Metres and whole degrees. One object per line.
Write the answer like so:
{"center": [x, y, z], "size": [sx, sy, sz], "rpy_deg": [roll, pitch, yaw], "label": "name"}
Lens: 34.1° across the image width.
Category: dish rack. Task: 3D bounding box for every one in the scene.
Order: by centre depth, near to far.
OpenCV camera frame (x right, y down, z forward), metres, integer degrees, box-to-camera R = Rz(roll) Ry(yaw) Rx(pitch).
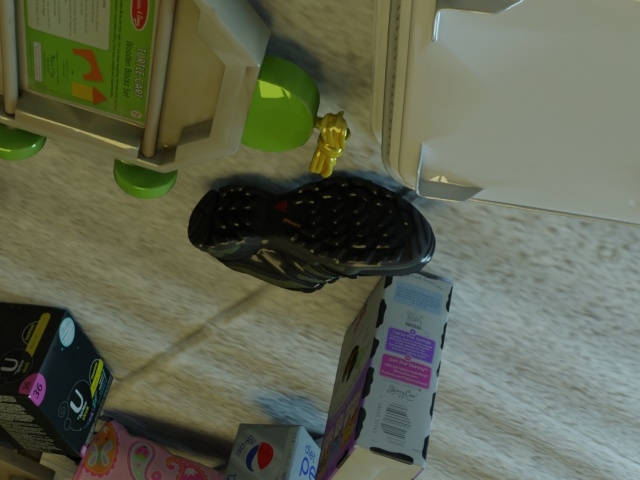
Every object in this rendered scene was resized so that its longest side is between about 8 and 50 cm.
{"center": [0.195, -0.099, 0.725], "size": [0.332, 0.072, 0.285], "rpy_deg": [9, 145, 6], "label": "dish rack"}

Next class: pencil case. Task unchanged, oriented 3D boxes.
{"center": [-0.200, 0.350, 1.440], "size": [0.284, 0.124, 0.124], "rpy_deg": [24, 147, 8], "label": "pencil case"}

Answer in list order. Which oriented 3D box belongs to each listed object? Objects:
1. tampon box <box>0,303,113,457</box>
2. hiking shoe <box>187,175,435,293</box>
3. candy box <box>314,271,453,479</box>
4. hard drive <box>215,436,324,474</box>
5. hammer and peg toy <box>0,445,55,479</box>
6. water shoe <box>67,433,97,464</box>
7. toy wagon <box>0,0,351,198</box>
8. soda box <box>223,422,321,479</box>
{"center": [-0.340, 0.171, 1.262], "size": [0.101, 0.120, 0.161], "rpy_deg": [4, 145, 16], "label": "tampon box"}
{"center": [0.000, 0.000, 0.944], "size": [0.226, 0.086, 0.114], "rpy_deg": [6, 159, 22], "label": "hiking shoe"}
{"center": [0.059, 0.149, 1.016], "size": [0.070, 0.196, 0.165], "rpy_deg": [17, 146, -6], "label": "candy box"}
{"center": [-0.018, 0.365, 1.495], "size": [0.203, 0.040, 0.307], "rpy_deg": [34, 142, -26], "label": "hard drive"}
{"center": [-0.525, 0.345, 1.580], "size": [0.266, 0.127, 0.361], "rpy_deg": [-19, 137, 39], "label": "hammer and peg toy"}
{"center": [-0.301, 0.350, 1.542], "size": [0.203, 0.080, 0.073], "rpy_deg": [26, 144, -17], "label": "water shoe"}
{"center": [-0.141, -0.135, 0.798], "size": [0.344, 0.068, 0.267], "rpy_deg": [16, 146, -4], "label": "toy wagon"}
{"center": [-0.023, 0.345, 1.349], "size": [0.091, 0.098, 0.286], "rpy_deg": [-3, 141, 23], "label": "soda box"}
